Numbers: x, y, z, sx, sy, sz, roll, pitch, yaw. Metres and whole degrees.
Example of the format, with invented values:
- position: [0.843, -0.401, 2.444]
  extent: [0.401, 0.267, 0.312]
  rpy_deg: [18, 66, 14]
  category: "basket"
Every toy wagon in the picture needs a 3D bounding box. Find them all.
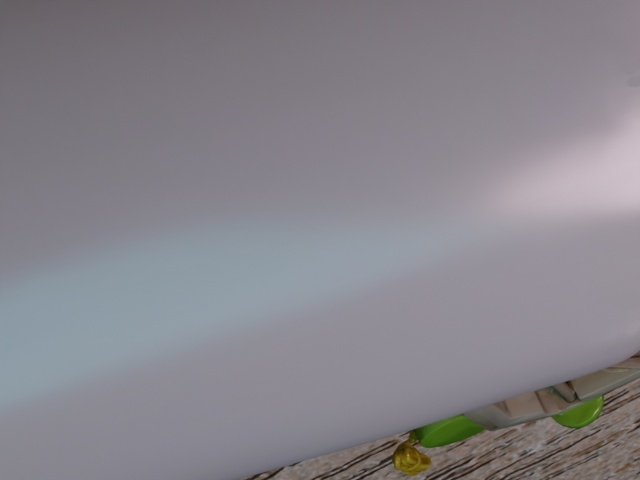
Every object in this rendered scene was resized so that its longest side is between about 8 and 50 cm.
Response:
- position: [0.207, 0.100, 1.155]
  extent: [0.344, 0.068, 0.267]
  rpy_deg: [-26, 157, 12]
  category: "toy wagon"

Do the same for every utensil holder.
- position: [-0.073, -0.037, 0.650]
  extent: [0.385, 0.327, 0.327]
  rpy_deg: [-13, 139, -8]
  category: "utensil holder"

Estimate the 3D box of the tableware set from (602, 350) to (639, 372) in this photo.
- position: [0.191, 0.013, 1.013]
  extent: [0.141, 0.168, 0.020]
  rpy_deg: [15, 165, 14]
  category: "tableware set"
